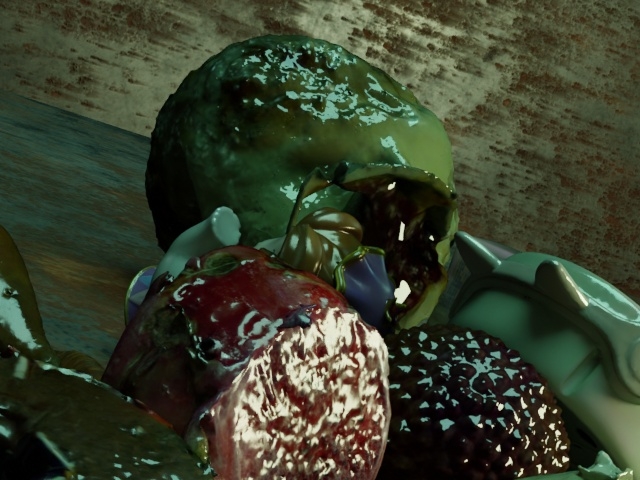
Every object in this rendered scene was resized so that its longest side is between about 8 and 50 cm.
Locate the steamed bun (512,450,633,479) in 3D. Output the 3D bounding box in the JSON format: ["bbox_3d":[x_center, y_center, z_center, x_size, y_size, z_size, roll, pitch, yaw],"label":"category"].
[{"bbox_3d":[0.189,0.230,0.859,0.170,0.152,0.238,18,6,-11],"label":"steamed bun"}]

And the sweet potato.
[{"bbox_3d":[-0.312,0.026,1.124,0.112,0.112,0.359,12,15,-44],"label":"sweet potato"}]

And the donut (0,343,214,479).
[{"bbox_3d":[-0.175,0.142,0.661,0.270,0.103,0.269,17,14,-4],"label":"donut"}]

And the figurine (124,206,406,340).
[{"bbox_3d":[-0.046,0.055,1.182,0.263,0.189,0.142,-10,22,34],"label":"figurine"}]

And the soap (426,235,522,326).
[{"bbox_3d":[0.237,0.113,1.587,0.199,0.182,0.138,28,11,35],"label":"soap"}]

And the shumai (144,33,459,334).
[{"bbox_3d":[0.000,0.000,1.487,0.395,0.395,0.348,17,30,-23],"label":"shumai"}]

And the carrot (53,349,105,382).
[{"bbox_3d":[-0.176,0.124,1.039,0.057,0.057,0.224,16,5,-27],"label":"carrot"}]

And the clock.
[{"bbox_3d":[0.218,0.130,1.150,0.324,0.108,0.265,55,-18,-27],"label":"clock"}]

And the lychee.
[{"bbox_3d":[0.085,0.155,1.022,0.188,0.188,0.188,20,9,-3],"label":"lychee"}]

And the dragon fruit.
[{"bbox_3d":[-0.045,0.125,0.869,0.147,0.211,0.282,19,33,32],"label":"dragon fruit"}]
